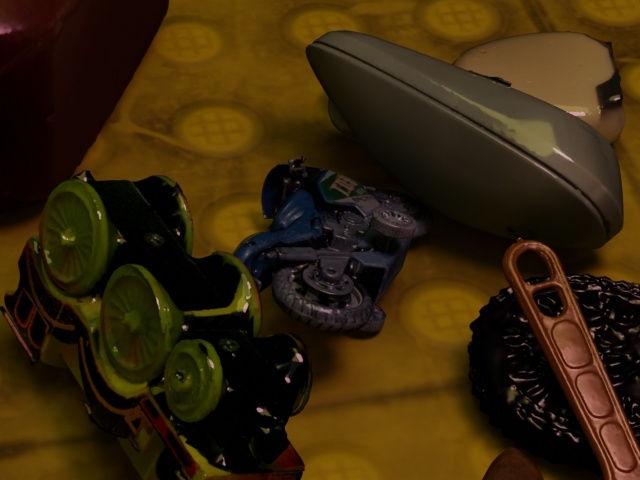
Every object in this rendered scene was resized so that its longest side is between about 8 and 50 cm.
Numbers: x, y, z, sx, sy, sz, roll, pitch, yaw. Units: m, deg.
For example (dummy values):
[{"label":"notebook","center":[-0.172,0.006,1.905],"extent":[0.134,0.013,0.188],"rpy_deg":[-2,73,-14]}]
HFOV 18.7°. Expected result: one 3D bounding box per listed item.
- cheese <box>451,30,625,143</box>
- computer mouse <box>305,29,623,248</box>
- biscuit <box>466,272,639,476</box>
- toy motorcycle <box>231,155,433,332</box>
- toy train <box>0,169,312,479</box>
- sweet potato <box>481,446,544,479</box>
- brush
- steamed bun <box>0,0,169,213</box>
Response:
[{"label":"cheese","center":[0.134,-0.132,1.684],"extent":[0.251,0.054,0.127],"rpy_deg":[1,42,-3]},{"label":"computer mouse","center":[0.108,-0.069,1.547],"extent":[0.288,0.159,0.097],"rpy_deg":[22,77,21]},{"label":"biscuit","center":[0.199,0.095,1.430],"extent":[0.194,0.053,0.194],"rpy_deg":[3,42,-3]},{"label":"toy motorcycle","center":[0.000,0.000,1.482],"extent":[0.135,0.092,0.254],"rpy_deg":[21,26,9]},{"label":"toy train","center":[-0.113,0.075,1.345],"extent":[0.100,0.161,0.296],"rpy_deg":[2,35,-38]},{"label":"sweet potato","center":[0.108,0.247,1.218],"extent":[0.114,0.092,0.341],"rpy_deg":[4,37,25]},{"label":"brush","center":[0.198,0.129,1.346],"extent":[0.090,0.017,0.314],"rpy_deg":[-13,62,-17]},{"label":"steamed bun","center":[-0.282,-0.207,1.585],"extent":[0.248,0.235,0.379],"rpy_deg":[16,42,8]}]
